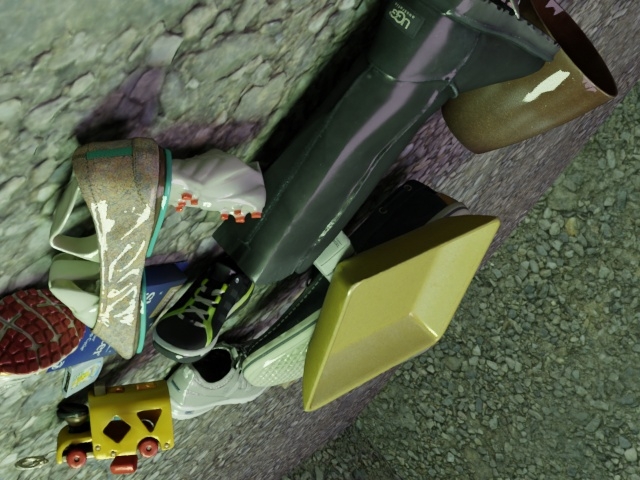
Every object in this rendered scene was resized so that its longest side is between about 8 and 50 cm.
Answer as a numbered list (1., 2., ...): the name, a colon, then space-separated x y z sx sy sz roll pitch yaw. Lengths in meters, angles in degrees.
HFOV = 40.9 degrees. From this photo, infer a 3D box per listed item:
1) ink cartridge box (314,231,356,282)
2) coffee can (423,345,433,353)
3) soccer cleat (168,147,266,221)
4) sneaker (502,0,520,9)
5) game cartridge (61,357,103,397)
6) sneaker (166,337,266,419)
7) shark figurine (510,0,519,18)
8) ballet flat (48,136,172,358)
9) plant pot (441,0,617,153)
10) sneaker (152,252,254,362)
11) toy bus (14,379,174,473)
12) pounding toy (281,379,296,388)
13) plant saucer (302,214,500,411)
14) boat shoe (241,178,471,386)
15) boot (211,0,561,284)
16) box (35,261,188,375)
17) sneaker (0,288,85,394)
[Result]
1. ink cartridge box: 0.000 0.000 1.344 0.063 0.109 0.150 -40 163 -2
2. coffee can: 0.159 0.198 2.034 0.201 0.201 0.275 -50 163 17
3. soccer cleat: -0.136 -0.070 0.954 0.068 0.076 0.196 -12 166 36
4. sneaker: 0.253 -0.343 1.240 0.109 0.040 0.044 -42 161 -9
5. game cartridge: -0.325 0.179 1.174 0.056 0.017 0.083 -35 162 -40
6. sneaker: -0.158 0.232 1.537 0.281 0.105 0.115 -21 151 -53
7. shark figurine: 0.289 -0.349 1.051 0.116 0.166 0.278 -14 173 27
8. ballet flat: -0.225 0.013 0.885 0.106 0.107 0.316 0 136 -19
9. plant pot: 0.314 -0.248 1.381 0.230 0.215 0.215 -38 169 31
10. sneaker: -0.158 0.074 1.190 0.234 0.084 0.097 -54 163 -56
11. toy bus: -0.308 0.256 1.237 0.202 0.191 0.104 -14 103 -61
12. pounding toy: -0.069 0.267 1.851 0.181 0.094 0.206 -33 159 -35
13. plant saucer: 0.111 0.102 1.416 0.333 0.081 0.333 -23 146 -35
14. boat shoe: 0.050 0.075 1.547 0.500 0.156 0.187 -40 154 -7
15. boot: 0.095 -0.138 1.156 0.367 0.146 0.445 2 128 -54
16. box: -0.257 0.093 1.093 0.136 0.036 0.225 -51 164 21
17. sneaker: -0.351 0.124 0.895 0.225 0.088 0.093 -31 179 -38
